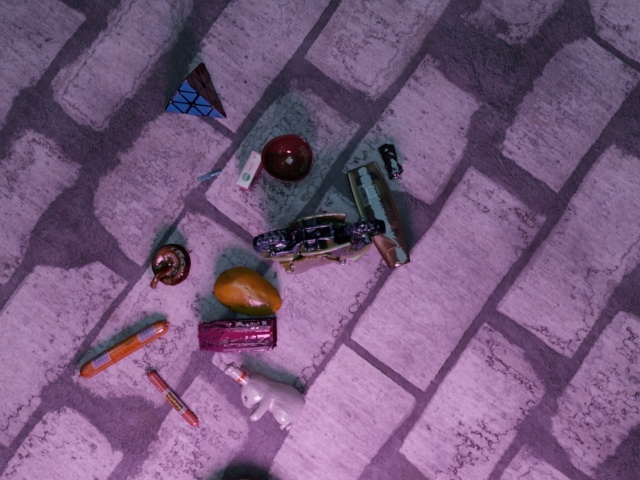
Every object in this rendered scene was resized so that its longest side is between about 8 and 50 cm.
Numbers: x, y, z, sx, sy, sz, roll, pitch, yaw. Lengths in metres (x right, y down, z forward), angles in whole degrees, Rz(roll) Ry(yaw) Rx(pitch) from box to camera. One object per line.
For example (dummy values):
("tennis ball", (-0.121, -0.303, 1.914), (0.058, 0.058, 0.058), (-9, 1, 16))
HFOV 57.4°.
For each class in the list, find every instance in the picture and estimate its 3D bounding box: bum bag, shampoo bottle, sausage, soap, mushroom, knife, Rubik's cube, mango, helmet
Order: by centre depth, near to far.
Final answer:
("soap", (-0.265, 0.294, 1.861), (0.250, 0.162, 0.099), (-2, 92, 3))
("mango", (-0.232, 0.167, 1.889), (0.227, 0.109, 0.147), (17, 85, 1))
("shampoo bottle", (0.197, -0.079, 1.909), (0.125, 0.084, 0.350), (-22, 86, 2))
("sausage", (-0.482, 0.519, 1.910), (0.034, 0.034, 0.253), (-44, 87, -2))
("helmet", (-0.121, -0.264, 1.911), (0.175, 0.106, 0.155), (-13, 98, -20))
("sausage", (-0.644, 0.355, 1.914), (0.347, 0.053, 0.053), (-31, 86, -1))
("mushroom", (-0.498, 0.092, 1.916), (0.135, 0.080, 0.170), (42, 89, 16))
("bum bag", (0.235, -0.266, 1.945), (0.057, 0.034, 0.124), (-19, 86, 9))
("knife", (-0.374, -0.216, 1.969), (0.091, 0.005, 0.014), (-19, 84, 0))
("Rubik's cube", (-0.451, -0.499, 1.973), (0.178, 0.211, 0.190), (-21, 52, 20))

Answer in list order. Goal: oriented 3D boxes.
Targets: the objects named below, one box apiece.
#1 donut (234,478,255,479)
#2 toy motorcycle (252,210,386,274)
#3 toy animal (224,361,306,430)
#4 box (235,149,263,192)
("donut", (-0.245, 0.962, 1.794), (0.448, 0.198, 0.449), (0, 86, 0))
("toy motorcycle", (0.000, 0.000, 1.837), (0.410, 0.237, 0.169), (-7, 71, 3))
("toy animal", (-0.192, 0.497, 1.857), (0.282, 0.140, 0.138), (24, 78, -1))
("box", (-0.227, -0.227, 1.926), (0.043, 0.089, 0.125), (26, 89, 2))
